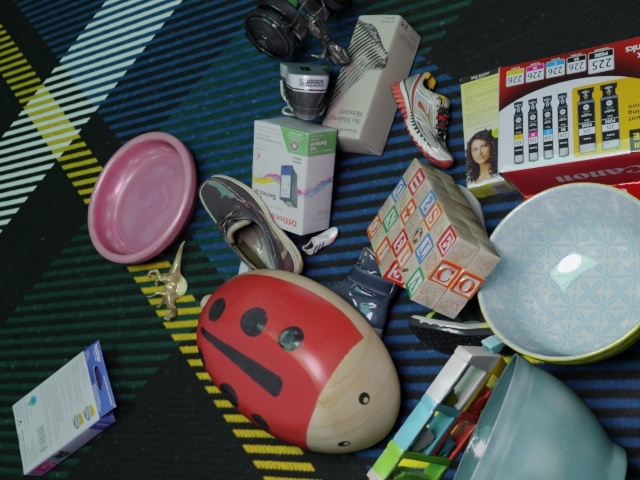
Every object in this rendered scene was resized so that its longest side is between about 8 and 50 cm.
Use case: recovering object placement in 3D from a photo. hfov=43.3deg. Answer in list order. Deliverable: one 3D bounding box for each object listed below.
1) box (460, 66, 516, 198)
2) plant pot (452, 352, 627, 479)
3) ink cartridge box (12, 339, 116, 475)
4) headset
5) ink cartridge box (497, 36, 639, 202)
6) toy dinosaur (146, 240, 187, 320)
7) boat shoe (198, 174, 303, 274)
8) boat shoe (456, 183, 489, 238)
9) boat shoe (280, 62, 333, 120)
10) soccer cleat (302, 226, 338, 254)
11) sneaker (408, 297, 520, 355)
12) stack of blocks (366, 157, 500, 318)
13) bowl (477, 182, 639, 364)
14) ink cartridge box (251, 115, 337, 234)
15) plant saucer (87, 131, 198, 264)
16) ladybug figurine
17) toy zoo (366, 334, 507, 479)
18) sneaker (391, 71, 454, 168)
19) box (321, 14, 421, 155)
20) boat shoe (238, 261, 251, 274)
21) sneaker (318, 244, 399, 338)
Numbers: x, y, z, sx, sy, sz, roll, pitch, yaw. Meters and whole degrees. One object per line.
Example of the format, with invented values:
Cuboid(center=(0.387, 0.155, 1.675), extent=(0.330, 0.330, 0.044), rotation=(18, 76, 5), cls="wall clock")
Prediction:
Cuboid(center=(0.312, -0.199, 1.487), extent=(0.087, 0.058, 0.232), rotation=(-14, 64, 30), cls="box")
Cuboid(center=(0.314, 0.338, 1.164), extent=(0.196, 0.293, 0.293), rotation=(25, 87, 11), cls="plant pot")
Cuboid(center=(-0.584, 0.390, 1.873), extent=(0.311, 0.065, 0.185), rotation=(-38, 55, 20), cls="ink cartridge box")
Cuboid(center=(-0.032, -0.478, 1.743), extent=(0.243, 0.185, 0.394), rotation=(-41, 22, 6), cls="headset")
Cuboid(center=(0.461, -0.172, 1.329), extent=(0.310, 0.130, 0.271), rotation=(-8, 69, 32), cls="ink cartridge box")
Cuboid(center=(-0.345, 0.093, 1.841), extent=(0.093, 0.053, 0.183), rotation=(4, 82, 20), cls="toy dinosaur")
Cuboid(center=(-0.152, -0.026, 1.615), extent=(0.103, 0.092, 0.285), rotation=(-47, 73, 21), cls="boat shoe")
Cuboid(center=(0.258, -0.028, 1.454), extent=(0.066, 0.063, 0.184), rotation=(-23, 61, 26), cls="boat shoe")
Cuboid(center=(-0.028, -0.309, 1.676), extent=(0.306, 0.113, 0.104), rotation=(-113, 26, -70), cls="boat shoe")
Cuboid(center=(0.000, 0.000, 1.638), extent=(0.083, 0.036, 0.029), rotation=(-37, 55, 18), cls="soccer cleat")
Cuboid(center=(0.269, 0.141, 1.390), extent=(0.235, 0.084, 0.097), rotation=(1, 49, 34), cls="sneaker")
Cuboid(center=(0.181, 0.004, 1.374), extent=(0.171, 0.087, 0.297), rotation=(-57, 21, 22), cls="stack of blocks")
Cuboid(center=(0.407, 0.072, 1.246), extent=(0.290, 0.156, 0.289), rotation=(-20, 54, 30), cls="bowl")
Cuboid(center=(-0.056, -0.133, 1.638), extent=(0.154, 0.093, 0.212), rotation=(20, 116, 39), cls="ink cartridge box")
Cuboid(center=(-0.414, -0.095, 1.929), extent=(0.332, 0.084, 0.331), rotation=(-14, 64, 30), cls="plant saucer")
Cuboid(center=(-0.069, 0.222, 1.465), extent=(0.450, 0.162, 0.305), rotation=(27, 110, 29), cls="ladybug figurine")
Cuboid(center=(0.211, 0.274, 1.289), extent=(0.030, 0.192, 0.293), rotation=(38, 95, 37), cls="toy zoo")
Cuboid(center=(0.211, -0.237, 1.553), extent=(0.093, 0.088, 0.225), rotation=(-28, 60, 18), cls="sneaker")
Cuboid(center=(0.102, -0.319, 1.653), extent=(0.113, 0.094, 0.275), rotation=(11, 78, 38), cls="box")
Cuboid(center=(-0.128, 0.074, 1.667), extent=(0.076, 0.083, 0.226), rotation=(1, 71, 5), cls="boat shoe")
Cuboid(center=(0.045, 0.075, 1.537), extent=(0.226, 0.086, 0.163), rotation=(21, 96, 28), cls="sneaker")
